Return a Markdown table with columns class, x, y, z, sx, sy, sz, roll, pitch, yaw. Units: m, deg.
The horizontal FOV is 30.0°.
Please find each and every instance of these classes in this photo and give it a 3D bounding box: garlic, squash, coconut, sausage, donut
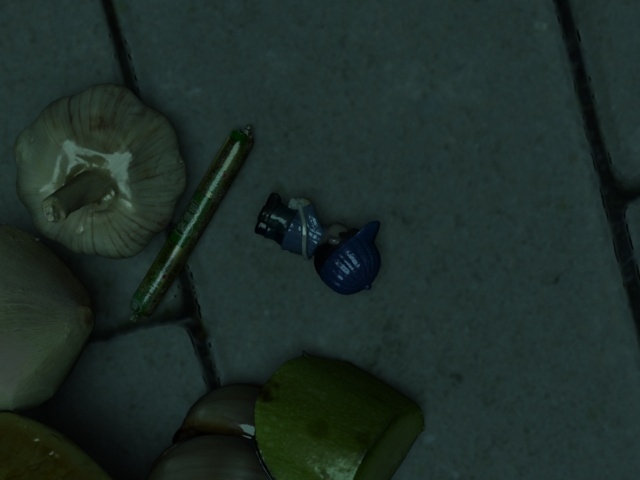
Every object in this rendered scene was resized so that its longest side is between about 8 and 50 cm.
| class | x | y | z | sx | sy | sz | roll | pitch | yaw |
| --- | --- | --- | --- | --- | --- | --- | --- | --- | --- |
| garlic | -0.257 | -0.069 | 1.289 | 0.199 | 0.226 | 0.199 | 2 | 101 | 8 |
| squash | 0.023 | 0.205 | 1.309 | 0.184 | 0.085 | 0.192 | 41 | 57 | -6 |
| coconut | -0.363 | 0.090 | 1.329 | 0.234 | 0.224 | 0.224 | -17 | 94 | 7 |
| garlic | -0.107 | 0.277 | 1.344 | 0.191 | 0.160 | 0.214 | 4 | 99 | 0 |
| sausage | -0.149 | -0.018 | 1.379 | 0.033 | 0.033 | 0.269 | 32 | 98 | 2 |
| donut | -0.326 | 0.353 | 1.313 | 0.330 | 0.160 | 0.330 | 11 | 129 | 14 |

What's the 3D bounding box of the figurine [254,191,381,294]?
| class | x | y | z | sx | sy | sz | roll | pitch | yaw |
| --- | --- | --- | --- | --- | --- | --- | --- | --- | --- |
| figurine | 0.000 | 0.000 | 1.347 | 0.149 | 0.087 | 0.086 | 25 | 135 | 3 |
